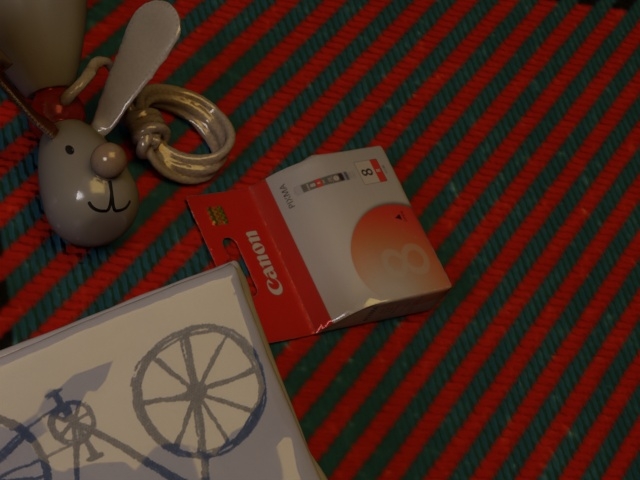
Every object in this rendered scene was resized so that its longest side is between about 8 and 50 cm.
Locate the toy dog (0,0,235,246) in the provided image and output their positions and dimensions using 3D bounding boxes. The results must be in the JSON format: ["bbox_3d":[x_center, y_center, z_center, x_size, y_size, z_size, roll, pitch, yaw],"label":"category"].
[{"bbox_3d":[-0.200,-0.177,1.340,0.220,0.161,0.333,-32,77,-39],"label":"toy dog"}]

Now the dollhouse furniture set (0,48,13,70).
[{"bbox_3d":[-0.342,-0.069,1.179,0.259,0.135,0.262,-41,80,2],"label":"dollhouse furniture set"}]

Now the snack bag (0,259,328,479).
[{"bbox_3d":[-0.125,0.220,1.097,0.323,0.037,0.342,-23,87,-22],"label":"snack bag"}]

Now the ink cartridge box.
[{"bbox_3d":[0.000,0.000,1.402,0.179,0.045,0.145,-9,63,-35],"label":"ink cartridge box"}]
